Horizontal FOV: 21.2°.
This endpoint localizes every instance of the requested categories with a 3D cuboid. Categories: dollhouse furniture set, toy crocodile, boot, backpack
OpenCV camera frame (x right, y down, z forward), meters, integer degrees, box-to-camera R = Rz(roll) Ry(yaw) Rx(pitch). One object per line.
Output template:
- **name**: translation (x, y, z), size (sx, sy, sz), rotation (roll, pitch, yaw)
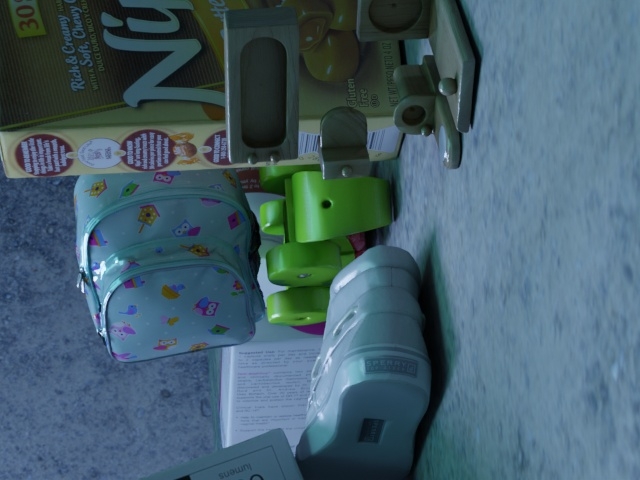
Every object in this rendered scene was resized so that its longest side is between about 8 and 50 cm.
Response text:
- **dollhouse furniture set**: translation (0.015, -0.092, 1.162), size (0.123, 0.151, 0.144), rotation (-102, 10, -51)
- **toy crocodile**: translation (0.000, 0.000, 1.548), size (0.340, 0.105, 0.115), rotation (97, 169, -73)
- **boot**: translation (0.038, 0.105, 1.346), size (0.258, 0.095, 0.123), rotation (114, 162, -59)
- **backpack**: translation (-0.134, 0.010, 1.506), size (0.144, 0.166, 0.188), rotation (-101, 3, -51)

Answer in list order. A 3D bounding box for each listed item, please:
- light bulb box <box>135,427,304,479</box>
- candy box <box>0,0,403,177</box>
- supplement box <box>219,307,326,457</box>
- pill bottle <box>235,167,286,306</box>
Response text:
- **light bulb box**: translation (-0.134, 0.394, 1.341), size (0.225, 0.358, 0.361), rotation (106, 143, -66)
- **candy box**: translation (-0.098, -0.154, 1.365), size (0.087, 0.317, 0.182), rotation (103, 163, -64)
- **supplement box**: translation (-0.051, 0.143, 1.866), size (0.111, 0.114, 0.220), rotation (-98, 9, -45)
- **pill bottle**: translation (-0.064, -0.043, 1.793), size (0.121, 0.121, 0.216), rotation (98, 174, -53)
